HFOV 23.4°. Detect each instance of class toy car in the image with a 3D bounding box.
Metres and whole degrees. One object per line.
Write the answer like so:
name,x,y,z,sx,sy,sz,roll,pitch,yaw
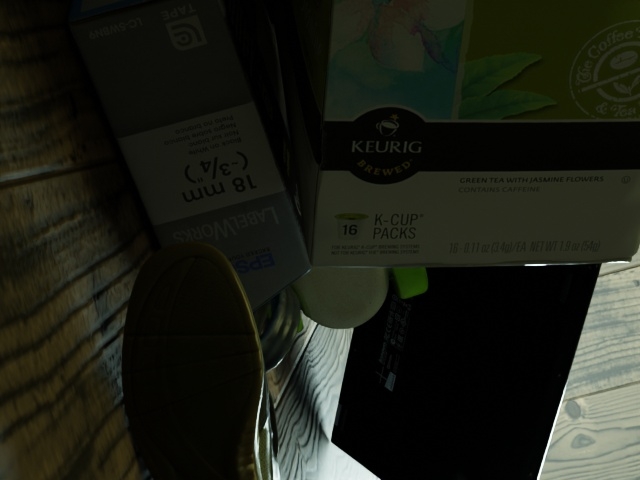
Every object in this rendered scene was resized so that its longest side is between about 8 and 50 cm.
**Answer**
toy car,0.000,0.000,1.522,0.188,0.155,0.149,-137,-150,-76

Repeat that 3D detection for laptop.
laptop,0.159,0.059,1.662,0.408,0.236,0.382,34,-53,35

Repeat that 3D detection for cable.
cable,-0.054,0.003,1.285,0.072,0.139,0.287,47,36,-21

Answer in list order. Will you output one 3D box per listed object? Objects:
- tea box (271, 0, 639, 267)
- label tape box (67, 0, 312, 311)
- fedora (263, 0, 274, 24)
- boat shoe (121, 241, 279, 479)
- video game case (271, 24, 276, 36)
tea box,0.090,-0.207,0.992,0.329,0.220,0.323,-99,-170,-52
label tape box,-0.073,-0.078,1.131,0.240,0.106,0.333,-96,169,-56
fedora,-0.007,-0.269,1.348,0.334,0.152,0.334,34,0,0
boat shoe,-0.064,0.110,0.888,0.073,0.080,0.223,-106,-174,-86
video game case,-0.027,-0.207,1.688,0.300,0.036,0.329,73,6,-54
